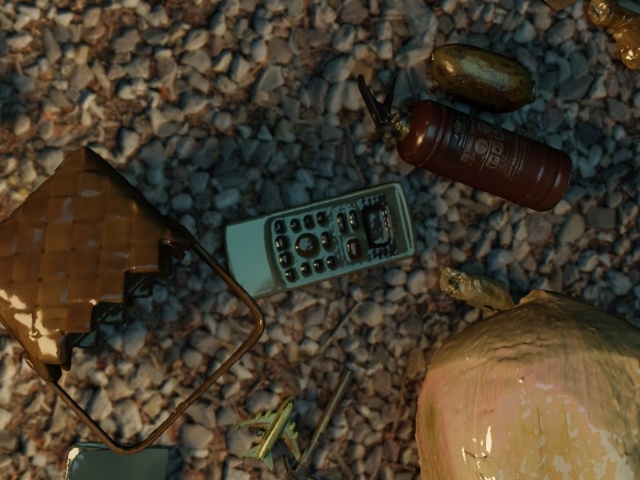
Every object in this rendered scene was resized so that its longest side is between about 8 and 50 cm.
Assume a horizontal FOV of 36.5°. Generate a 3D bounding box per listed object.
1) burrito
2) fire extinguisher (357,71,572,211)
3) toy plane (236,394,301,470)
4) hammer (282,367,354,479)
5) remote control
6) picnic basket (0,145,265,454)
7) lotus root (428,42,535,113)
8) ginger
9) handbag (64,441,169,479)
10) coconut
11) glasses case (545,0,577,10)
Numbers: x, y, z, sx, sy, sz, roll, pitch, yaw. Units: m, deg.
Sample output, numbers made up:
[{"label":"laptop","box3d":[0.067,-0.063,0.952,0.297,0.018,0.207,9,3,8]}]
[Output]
[{"label":"burrito","box3d":[0.248,0.079,1.491,0.149,0.041,0.055,22,97,-20]},{"label":"fire extinguisher","box3d":[0.206,-0.156,1.451,0.344,0.102,0.138,19,63,-16]},{"label":"toy plane","box3d":[-0.066,0.271,1.390,0.102,0.040,0.111,30,79,-12]},{"label":"hammer","box3d":[0.001,0.270,1.426,0.062,0.017,0.182,29,80,-16]},{"label":"remote control","box3d":[0.000,0.000,1.413,0.286,0.038,0.123,-13,95,-17]},{"label":"picnic basket","box3d":[-0.255,0.075,1.200,0.254,0.291,0.321,-43,93,-13]},{"label":"lotus root","box3d":[0.245,-0.242,1.464,0.179,0.089,0.080,17,55,-10]},{"label":"ginger","box3d":[0.496,-0.326,1.559,0.165,0.067,0.096,22,83,-3]},{"label":"handbag","box3d":[-0.281,0.388,1.321,0.144,0.057,0.221,5,87,-25]},{"label":"coconut","box3d":[0.319,0.248,1.338,0.405,0.404,0.404,0,90,-18]},{"label":"glasses case","box3d":[0.318,-0.438,1.496,0.205,0.071,0.047,32,78,-15]}]
